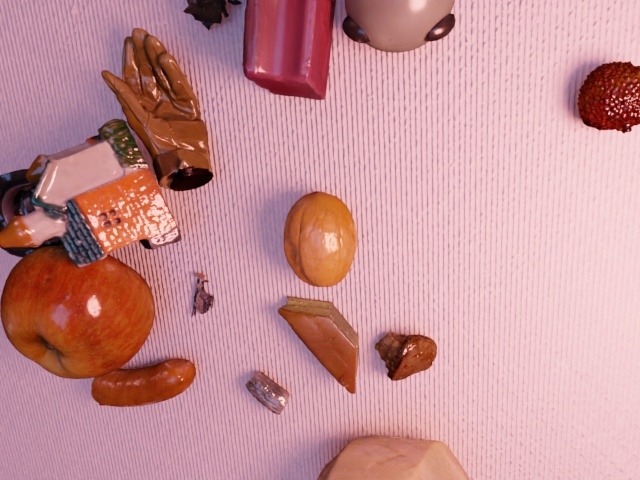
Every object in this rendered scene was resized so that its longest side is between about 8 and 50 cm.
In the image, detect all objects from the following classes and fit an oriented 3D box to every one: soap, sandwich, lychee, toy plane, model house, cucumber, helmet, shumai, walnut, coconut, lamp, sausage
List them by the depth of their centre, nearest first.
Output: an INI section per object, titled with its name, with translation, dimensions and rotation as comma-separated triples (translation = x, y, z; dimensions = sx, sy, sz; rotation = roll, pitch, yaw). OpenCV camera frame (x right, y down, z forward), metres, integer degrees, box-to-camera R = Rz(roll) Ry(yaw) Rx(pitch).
[soap]
translation = -0.043, -0.454, 0.712
dimensions = 0.127, 0.233, 0.360
rotation = 7, 103, 6
[lamp]
translation = 0.142, -0.463, 0.719
dimensions = 0.197, 0.198, 0.244
rotation = 3, 80, 8
[lychee]
translation = 0.532, -0.257, 0.722
dimensions = 0.123, 0.123, 0.129
rotation = -28, 97, 13
[model house]
translation = -0.475, -0.068, 0.806
dimensions = 0.300, 0.190, 0.272
rotation = -30, 109, -29
[walnut]
translation = 0.000, 0.000, 0.843
dimensions = 0.159, 0.159, 0.207
rotation = -5, 101, 10
[coconut]
translation = 0.185, 0.630, 0.857
dimensions = 0.414, 0.344, 0.416
rotation = 16, 126, 23
[shumai]
translation = 0.195, 0.250, 0.906
dimensions = 0.122, 0.139, 0.105
rotation = -15, 67, -16
[sandwich]
translation = 0.021, 0.218, 0.919
dimensions = 0.096, 0.094, 0.258
rotation = -40, 92, 16
[helmet]
translation = -0.626, -0.070, 0.931
dimensions = 0.253, 0.154, 0.199
rotation = -1, 105, 26
[toy plane]
translation = -0.291, 0.136, 0.983
dimensions = 0.049, 0.031, 0.121
rotation = 12, 107, 15
[cucumber]
translation = -0.132, 0.375, 0.993
dimensions = 0.112, 0.064, 0.064
rotation = 37, 105, 1
[sausage]
translation = -0.445, 0.363, 1.021
dimensions = 0.270, 0.109, 0.109
rotation = -14, 100, 12

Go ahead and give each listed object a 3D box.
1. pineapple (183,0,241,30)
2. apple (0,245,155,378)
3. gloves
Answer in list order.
[pineapple]
translation = -0.199, -0.554, 0.761
dimensions = 0.157, 0.158, 0.279
rotation = 25, 108, 3
[apple]
translation = -0.527, 0.165, 0.881
dimensions = 0.277, 0.250, 0.309
rotation = -20, 140, 40
[gloves]
translation = -0.332, -0.267, 0.843
dimensions = 0.154, 0.141, 0.332
rotation = -21, 89, 1
